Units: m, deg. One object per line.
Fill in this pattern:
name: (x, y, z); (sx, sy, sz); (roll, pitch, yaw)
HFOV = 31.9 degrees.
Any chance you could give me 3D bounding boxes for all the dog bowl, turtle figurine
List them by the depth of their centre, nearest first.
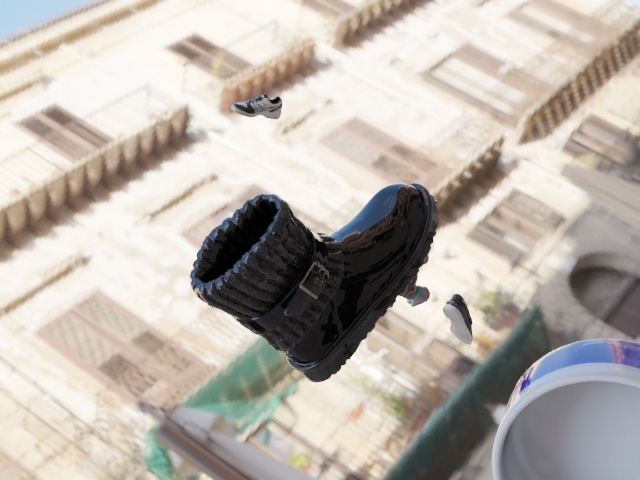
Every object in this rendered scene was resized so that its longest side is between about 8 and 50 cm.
dog bowl: (0.345, 0.255, 1.339); (0.104, 0.265, 0.265); (-50, -18, -63)
turtle figurine: (0.131, 0.067, 2.109); (0.234, 0.118, 0.175); (5, -80, -57)

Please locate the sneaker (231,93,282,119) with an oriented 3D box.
sneaker: (-0.095, -0.207, 1.691); (0.083, 0.032, 0.037); (-1, -59, -33)

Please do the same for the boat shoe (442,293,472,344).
boat shoe: (0.251, 0.141, 1.992); (0.038, 0.046, 0.125); (-54, -42, -22)

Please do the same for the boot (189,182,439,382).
boot: (0.002, 0.001, 1.554); (0.260, 0.131, 0.348); (46, -111, -33)
